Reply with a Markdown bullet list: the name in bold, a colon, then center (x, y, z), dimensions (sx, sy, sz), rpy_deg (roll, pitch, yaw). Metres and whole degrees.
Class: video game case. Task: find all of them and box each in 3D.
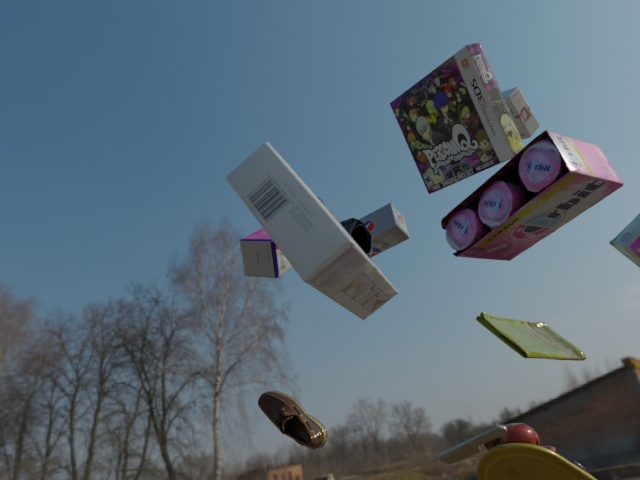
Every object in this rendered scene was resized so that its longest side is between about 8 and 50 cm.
- **video game case**: center (0.249, -0.219, 0.968), dimensions (0.042, 0.210, 0.232), rpy_deg (-23, 0, -30)

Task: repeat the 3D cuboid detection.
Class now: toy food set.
- **toy food set**: center (0.291, 0.309, 0.715), dimensions (0.218, 0.071, 0.128), rpy_deg (34, -56, -3)

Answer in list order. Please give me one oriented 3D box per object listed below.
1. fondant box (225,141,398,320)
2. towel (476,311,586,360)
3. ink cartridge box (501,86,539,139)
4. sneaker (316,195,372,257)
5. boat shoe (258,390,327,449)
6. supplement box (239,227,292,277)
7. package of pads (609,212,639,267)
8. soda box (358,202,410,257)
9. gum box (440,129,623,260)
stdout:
- **fondant box**: center (0.000, 0.000, 0.907), dimensions (0.096, 0.238, 0.330), rpy_deg (-41, -27, 4)
- **towel**: center (0.356, 0.161, 0.848), dimensions (0.237, 0.102, 0.021), rpy_deg (14, -71, -43)
- **ink cartridge box**: center (0.481, -0.315, 1.293), dimensions (0.122, 0.052, 0.089), rpy_deg (53, -21, -20)
- **sneaker**: center (0.048, -0.030, 1.291), dimensions (0.105, 0.295, 0.147), rpy_deg (24, -52, -40)
- **boat shoe**: center (-0.067, 0.379, 1.090), dimensions (0.178, 0.064, 0.060), rpy_deg (28, 2, 29)
- **supplement box**: center (-0.128, 0.020, 1.502), dimensions (0.114, 0.111, 0.220), rpy_deg (2, 17, 26)
- **package of pads**: center (0.870, 0.017, 1.167), dimensions (0.229, 0.297, 0.101), rpy_deg (-51, -4, 12)
- **soda box**: center (0.132, 0.000, 1.622), dimensions (0.286, 0.098, 0.091), rpy_deg (-29, -42, 23)
- **gum box**: center (0.249, -0.043, 0.632), dimensions (0.107, 0.062, 0.188), rpy_deg (4, -34, -32)
